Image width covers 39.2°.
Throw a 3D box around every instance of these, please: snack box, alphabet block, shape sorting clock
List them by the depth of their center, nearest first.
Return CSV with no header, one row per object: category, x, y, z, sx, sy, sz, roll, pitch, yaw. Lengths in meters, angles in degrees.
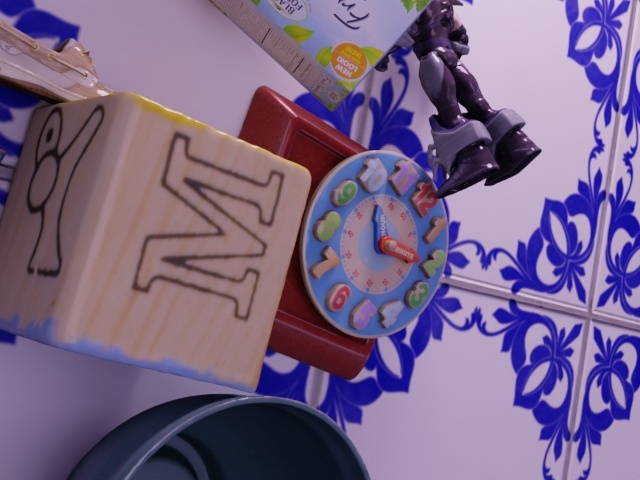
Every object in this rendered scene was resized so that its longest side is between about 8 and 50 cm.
alphabet block,-0.153,0.003,0.769,0.193,0.192,0.197,22,80,-39
snack box,-0.004,-0.263,0.894,0.207,0.070,0.174,42,72,-4
shape sorting clock,0.065,0.005,0.978,0.206,0.040,0.206,-2,93,-39

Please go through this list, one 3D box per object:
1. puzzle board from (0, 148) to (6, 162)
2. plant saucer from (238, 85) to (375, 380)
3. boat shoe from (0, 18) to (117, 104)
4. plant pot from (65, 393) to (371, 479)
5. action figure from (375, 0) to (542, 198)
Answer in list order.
puzzle board,-0.305,-0.042,0.693,0.096,0.011,0.128,-58,167,2
plant saucer,0.000,0.000,0.983,0.258,0.048,0.259,27,76,-36
boat shoe,-0.226,-0.149,0.782,0.170,0.063,0.059,19,86,-37
plant pot,-0.121,0.269,0.802,0.293,0.196,0.293,-2,93,-38
action figure,0.134,-0.196,1.022,0.185,0.099,0.285,-9,72,-46
